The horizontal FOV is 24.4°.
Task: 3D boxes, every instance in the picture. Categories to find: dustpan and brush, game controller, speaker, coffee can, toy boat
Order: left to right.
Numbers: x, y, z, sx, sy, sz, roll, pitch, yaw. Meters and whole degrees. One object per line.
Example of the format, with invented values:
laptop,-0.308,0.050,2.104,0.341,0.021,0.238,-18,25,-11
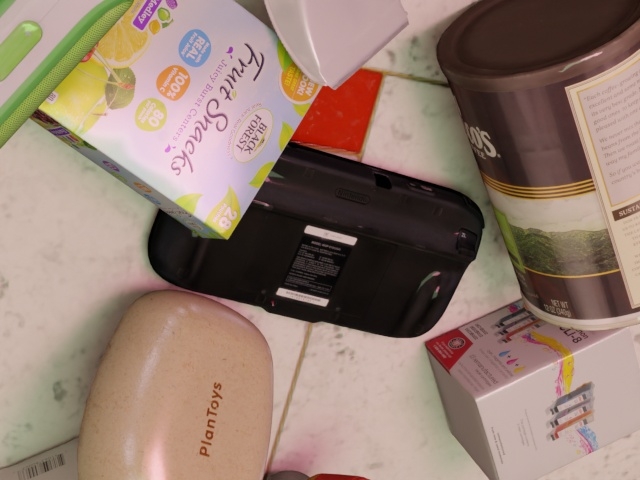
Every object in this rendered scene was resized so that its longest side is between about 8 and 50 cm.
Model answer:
speaker,-0.245,-0.151,1.108,0.131,0.131,0.296,38,106,-29
toy boat,-0.096,0.208,1.389,0.318,0.148,0.267,30,63,-33
dustpan and brush,-0.018,-0.246,1.266,0.147,0.060,0.211,-45,118,-42
game controller,0.000,0.000,1.400,0.319,0.067,0.166,15,121,-25
coffee can,0.244,-0.085,1.362,0.201,0.201,0.275,-27,119,-7

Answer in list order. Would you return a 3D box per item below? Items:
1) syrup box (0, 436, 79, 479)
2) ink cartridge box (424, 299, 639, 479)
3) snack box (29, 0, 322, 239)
syrup box,-0.224,0.319,1.425,0.093,0.096,0.237,-22,118,-8
ink cartridge box,0.221,0.144,1.495,0.176,0.128,0.127,-23,118,-10
snack box,-0.123,-0.127,1.244,0.207,0.070,0.174,35,78,-23
